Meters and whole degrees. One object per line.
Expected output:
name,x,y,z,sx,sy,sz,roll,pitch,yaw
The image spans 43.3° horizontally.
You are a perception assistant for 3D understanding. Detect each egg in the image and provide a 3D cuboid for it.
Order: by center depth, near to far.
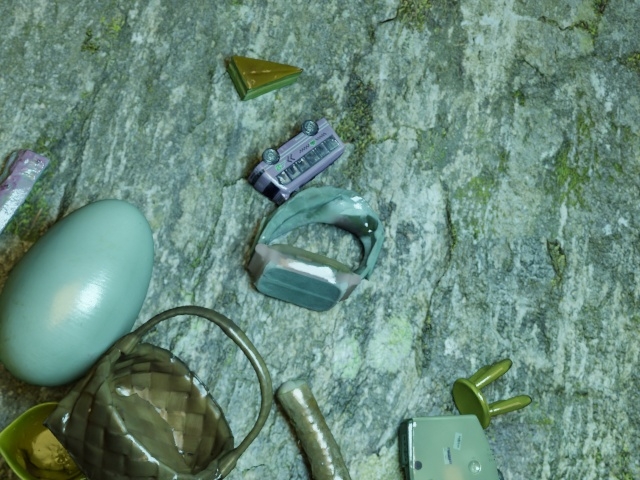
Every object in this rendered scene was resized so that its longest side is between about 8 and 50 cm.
egg,-0.429,0.087,1.441,0.230,0.230,0.370,29,63,-4

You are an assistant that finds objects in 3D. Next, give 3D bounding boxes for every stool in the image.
stool,0.341,0.309,1.629,0.111,0.135,0.134,-20,123,-22

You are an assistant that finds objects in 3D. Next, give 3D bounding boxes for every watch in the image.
watch,0.000,0.000,1.623,0.254,0.161,0.241,19,62,-10

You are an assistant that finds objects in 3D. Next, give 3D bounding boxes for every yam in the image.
yam,0.011,0.429,1.525,0.081,0.081,0.356,-22,79,-19

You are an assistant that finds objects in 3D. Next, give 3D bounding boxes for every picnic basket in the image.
picnic basket,-0.232,0.267,1.354,0.337,0.337,0.293,-38,86,-21

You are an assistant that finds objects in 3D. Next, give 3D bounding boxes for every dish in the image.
dish,-0.461,0.365,1.425,0.208,0.080,0.148,10,67,-10

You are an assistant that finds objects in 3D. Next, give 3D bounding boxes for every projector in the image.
projector,0.255,0.477,1.565,0.194,0.088,0.269,1,74,-15

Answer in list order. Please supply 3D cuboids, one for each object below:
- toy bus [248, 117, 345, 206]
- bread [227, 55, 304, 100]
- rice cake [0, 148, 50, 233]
toy bus,-0.050,-0.164,1.688,0.199,0.096,0.108,-40,90,-25
bread,-0.119,-0.369,1.744,0.139,0.074,0.084,-24,83,-19
rice cake,-0.623,-0.057,1.531,0.081,0.051,0.290,31,68,-4
